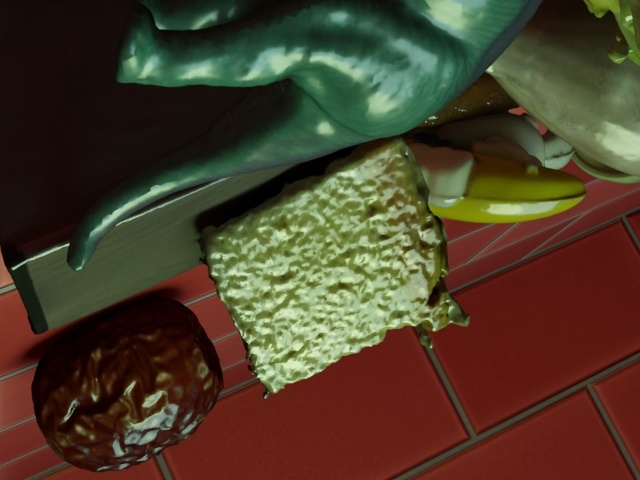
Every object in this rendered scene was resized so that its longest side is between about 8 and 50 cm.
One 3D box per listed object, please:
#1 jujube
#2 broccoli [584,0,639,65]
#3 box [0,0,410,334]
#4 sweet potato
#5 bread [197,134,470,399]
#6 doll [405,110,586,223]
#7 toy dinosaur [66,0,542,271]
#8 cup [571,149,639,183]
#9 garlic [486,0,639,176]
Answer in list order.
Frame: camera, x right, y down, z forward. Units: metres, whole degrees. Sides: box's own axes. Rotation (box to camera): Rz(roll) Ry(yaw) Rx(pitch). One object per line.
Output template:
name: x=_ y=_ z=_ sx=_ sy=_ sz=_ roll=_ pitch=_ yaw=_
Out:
jujube: x=-0.248 y=0.192 z=1.380 sx=0.232 sy=0.213 sz=0.213 roll=-25 pitch=169 yaw=0
broccoli: x=0.203 y=-0.188 z=0.594 sx=0.288 sy=0.246 sz=0.248 roll=-69 pitch=179 yaw=-64
box: x=-0.088 y=-0.076 z=0.638 sx=0.252 sy=0.153 sz=0.188 roll=-24 pitch=170 yaw=-16
sweet potato: x=0.185 y=-0.162 z=1.086 sx=0.314 sy=0.066 sz=0.072 roll=-16 pitch=-172 yaw=-20
bread: x=0.000 y=0.000 z=0.649 sx=0.147 sy=0.127 sz=0.152 roll=-25 pitch=137 yaw=-8
doll: x=0.166 y=-0.085 z=1.117 sx=0.252 sy=0.111 sz=0.237 roll=0 pitch=-163 yaw=-1
toy dinosaur: x=0.090 y=-0.106 z=0.454 sx=0.331 sy=0.129 sz=0.383 roll=13 pitch=123 yaw=-13
cup: x=0.409 y=-0.199 z=1.292 sx=0.173 sy=0.255 sz=0.202 roll=18 pitch=-164 yaw=35
garlic: x=0.250 y=-0.146 z=0.857 sx=0.246 sy=0.231 sz=0.340 roll=-20 pitch=172 yaw=17
